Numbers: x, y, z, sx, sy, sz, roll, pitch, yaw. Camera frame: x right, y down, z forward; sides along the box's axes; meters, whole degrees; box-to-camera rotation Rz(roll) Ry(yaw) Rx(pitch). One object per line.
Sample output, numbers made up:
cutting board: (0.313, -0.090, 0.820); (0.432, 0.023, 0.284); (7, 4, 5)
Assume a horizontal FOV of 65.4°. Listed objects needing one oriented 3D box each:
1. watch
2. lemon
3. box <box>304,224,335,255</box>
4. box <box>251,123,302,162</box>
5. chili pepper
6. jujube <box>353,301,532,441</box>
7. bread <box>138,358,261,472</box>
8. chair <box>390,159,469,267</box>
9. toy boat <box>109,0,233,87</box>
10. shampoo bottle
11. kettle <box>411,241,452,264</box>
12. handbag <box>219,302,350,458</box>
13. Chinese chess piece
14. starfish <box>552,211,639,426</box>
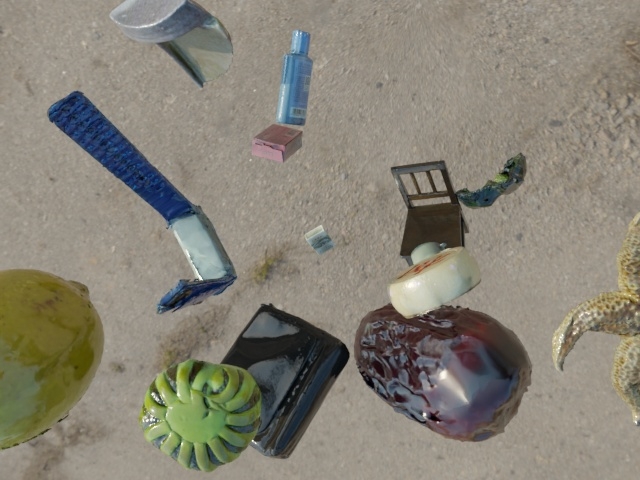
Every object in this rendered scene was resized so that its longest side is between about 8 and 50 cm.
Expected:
watch: (-0.224, -0.035, 0.686); (0.068, 0.274, 0.276); (-30, 85, 4)
lemon: (-0.479, 0.176, 0.779); (0.258, 0.310, 0.257); (12, 127, 16)
box: (0.000, 0.000, 1.309); (0.054, 0.024, 0.083); (-28, 140, 9)
box: (-0.130, -0.297, 1.514); (0.112, 0.156, 0.060); (18, 124, 14)
chili pepper: (0.629, -0.192, 1.771); (0.265, 0.116, 0.148); (-38, 146, 20)
jujube: (0.245, 0.256, 1.028); (0.377, 0.258, 0.258); (10, 127, 52)
bread: (-0.141, 0.203, 0.591); (0.139, 0.071, 0.129); (28, 79, 0)
chair: (0.372, -0.040, 1.666); (0.203, 0.240, 0.416); (-4, 149, 27)
toy boat: (-0.326, -0.499, 1.211); (0.276, 0.294, 0.111); (0, 76, 43)
shampoo bottle: (-0.070, -0.465, 1.433); (0.061, 0.104, 0.258); (20, 108, 37)
kettle: (0.330, 0.086, 1.398); (0.127, 0.147, 0.098); (-18, 137, 12)
handbag: (-0.089, 0.262, 0.953); (0.223, 0.246, 0.080); (22, 158, 34)
Chinese chess piece: (0.146, 0.053, 0.648); (0.122, 0.122, 0.051); (-27, 88, 22)
starfish: (0.363, 0.079, 0.519); (0.236, 0.062, 0.277); (-10, 112, 13)
